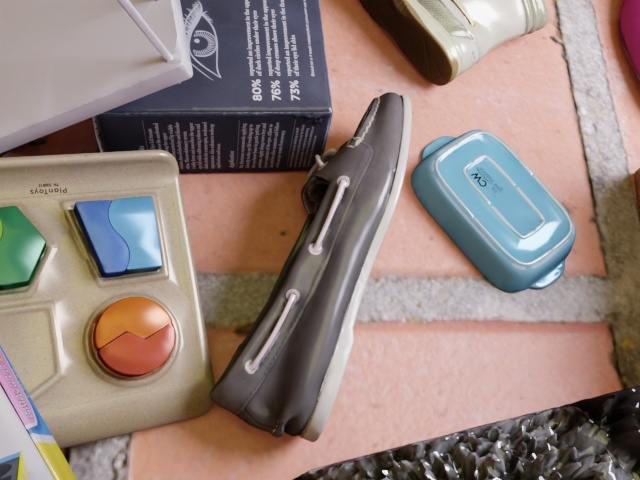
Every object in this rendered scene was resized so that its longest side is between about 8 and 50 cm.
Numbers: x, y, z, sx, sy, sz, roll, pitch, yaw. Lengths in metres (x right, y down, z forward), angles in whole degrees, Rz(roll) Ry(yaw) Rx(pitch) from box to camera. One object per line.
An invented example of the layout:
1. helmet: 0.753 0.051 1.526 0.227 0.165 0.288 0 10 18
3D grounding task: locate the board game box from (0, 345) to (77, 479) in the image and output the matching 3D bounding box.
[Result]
1. board game box: -0.264 0.226 0.420 0.242 0.064 0.316 -29 93 -19

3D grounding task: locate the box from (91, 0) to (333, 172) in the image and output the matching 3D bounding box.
1. box: -0.102 -0.154 0.629 0.207 0.108 0.153 -1 67 -8

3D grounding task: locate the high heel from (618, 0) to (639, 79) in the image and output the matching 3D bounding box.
1. high heel: 0.430 -0.324 0.739 0.127 0.181 0.377 8 66 -5

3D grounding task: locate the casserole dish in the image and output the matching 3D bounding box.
1. casserole dish: 0.175 -0.037 0.662 0.114 0.037 0.188 -33 75 -20

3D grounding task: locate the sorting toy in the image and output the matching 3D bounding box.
1. sorting toy: -0.241 0.049 0.499 0.307 0.041 0.228 -7 83 -25

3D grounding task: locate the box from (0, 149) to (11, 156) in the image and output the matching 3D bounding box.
1. box: -0.390 -0.128 0.579 0.220 0.051 0.175 31 47 4

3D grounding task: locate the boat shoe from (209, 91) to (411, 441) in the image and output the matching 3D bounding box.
1. boat shoe: 0.000 0.000 0.580 0.096 0.112 0.335 19 69 -6

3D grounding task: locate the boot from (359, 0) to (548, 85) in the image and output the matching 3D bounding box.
1. boot: 0.137 -0.290 0.740 0.165 0.077 0.213 -31 80 -18

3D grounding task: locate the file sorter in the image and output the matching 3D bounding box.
1. file sorter: -0.240 -0.247 0.515 0.193 0.173 0.277 -18 64 9

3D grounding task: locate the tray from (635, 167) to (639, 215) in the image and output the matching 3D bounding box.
1. tray: 0.372 0.080 0.550 0.076 0.203 0.410 9 66 -6

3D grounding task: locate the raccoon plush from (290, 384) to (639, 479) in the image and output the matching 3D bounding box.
1. raccoon plush: 0.147 0.246 0.361 0.216 0.446 0.299 4 63 -43
